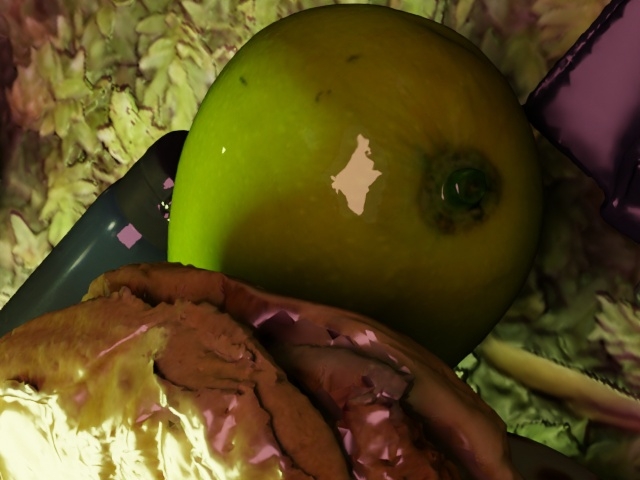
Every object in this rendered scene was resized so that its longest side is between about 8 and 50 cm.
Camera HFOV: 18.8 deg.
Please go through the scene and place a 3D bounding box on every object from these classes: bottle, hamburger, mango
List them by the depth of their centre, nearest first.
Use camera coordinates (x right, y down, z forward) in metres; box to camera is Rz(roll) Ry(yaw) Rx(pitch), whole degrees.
[{"bbox_3d":[-0.021,0.128,0.878,0.283,0.144,0.259,15,127,47],"label":"hamburger"},{"bbox_3d":[0.000,0.000,1.002,0.343,0.156,0.192,-49,57,59],"label":"mango"},{"bbox_3d":[-0.140,0.033,1.176,0.072,0.082,0.244,34,119,-18],"label":"bottle"}]

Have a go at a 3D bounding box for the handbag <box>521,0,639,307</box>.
[{"bbox_3d":[0.272,-0.016,0.903,0.325,0.118,0.269,48,109,18],"label":"handbag"}]

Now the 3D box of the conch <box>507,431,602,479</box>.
[{"bbox_3d":[0.102,0.208,1.009,0.183,0.149,0.275,-9,95,45],"label":"conch"}]
